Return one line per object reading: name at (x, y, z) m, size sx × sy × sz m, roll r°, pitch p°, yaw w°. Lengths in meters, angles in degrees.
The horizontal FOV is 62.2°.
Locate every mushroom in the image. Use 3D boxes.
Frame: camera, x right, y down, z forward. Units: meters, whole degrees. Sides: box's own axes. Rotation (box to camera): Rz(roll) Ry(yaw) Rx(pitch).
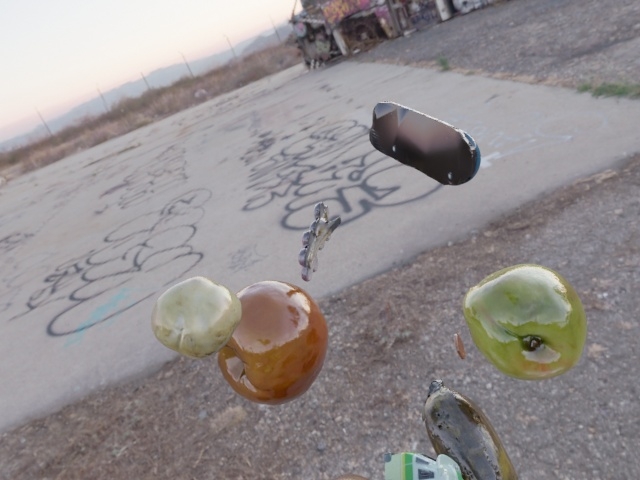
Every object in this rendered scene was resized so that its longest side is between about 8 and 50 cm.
mushroom at (-0.203, 0.125, 0.876) m, size 0.148 × 0.148 × 0.112 m, roll -29°, pitch -24°, yaw -14°

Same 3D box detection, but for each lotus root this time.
lotus root at (0.410, 0.569, 1.456) m, size 0.179 × 0.196 × 0.397 m, roll -27°, pitch 60°, yaw -5°

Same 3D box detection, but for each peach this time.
peach at (0.558, 0.210, 1.436) m, size 0.281 × 0.314 × 0.316 m, roll -50°, pitch -8°, yaw 30°
peach at (-0.127, 0.276, 1.487) m, size 0.302 × 0.342 × 0.343 m, roll -20°, pitch 13°, yaw -36°

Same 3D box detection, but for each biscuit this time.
biscuit at (0.471, 0.362, 1.795) m, size 0.015 × 0.078 × 0.091 m, roll -22°, pitch 26°, yaw 22°

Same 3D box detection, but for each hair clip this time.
hair clip at (-0.007, -0.001, 1.540) m, size 0.075 × 0.146 × 0.257 m, roll 15°, pitch 53°, yaw 19°

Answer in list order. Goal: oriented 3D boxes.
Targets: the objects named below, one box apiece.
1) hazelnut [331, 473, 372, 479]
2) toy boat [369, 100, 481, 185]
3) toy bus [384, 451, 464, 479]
hazelnut at (0.088, 0.803, 1.339) m, size 0.359 × 0.409 × 0.359 m, roll 9°, pitch 24°, yaw -4°
toy boat at (0.253, -0.233, 1.234) m, size 0.092 × 0.134 × 0.299 m, roll -21°, pitch 44°, yaw -40°
toy bus at (0.211, 0.562, 1.044) m, size 0.165 × 0.134 × 0.276 m, roll -25°, pitch 38°, yaw 31°
